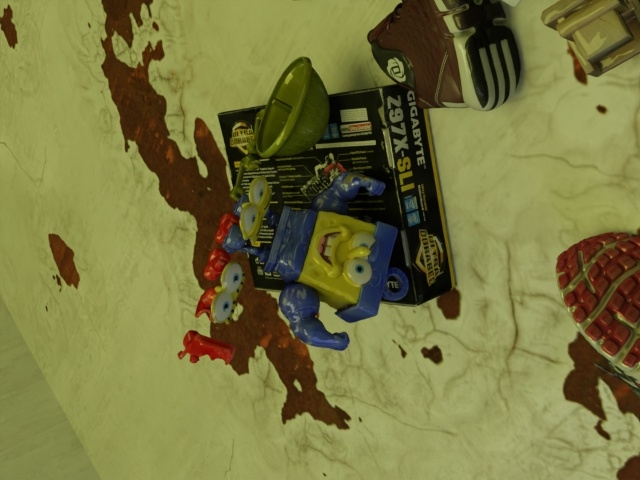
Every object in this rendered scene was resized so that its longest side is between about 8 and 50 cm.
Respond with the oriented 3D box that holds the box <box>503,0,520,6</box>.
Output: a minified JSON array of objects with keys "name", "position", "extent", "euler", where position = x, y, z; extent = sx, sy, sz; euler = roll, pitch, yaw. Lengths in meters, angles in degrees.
[{"name":"box","position":[0.142,-0.266,0.536],"extent":[0.091,0.170,0.130],"euler":[28,155,-5]}]

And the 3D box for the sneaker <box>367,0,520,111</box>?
[{"name":"sneaker","position":[0.096,-0.263,0.862],"extent":[0.162,0.106,0.281],"euler":[-1,106,52]}]

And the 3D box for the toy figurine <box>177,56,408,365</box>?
[{"name":"toy figurine","position":[0.000,0.000,0.951],"extent":[0.191,0.217,0.362],"euler":[135,154,-63]}]

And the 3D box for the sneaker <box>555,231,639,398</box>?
[{"name":"sneaker","position":[0.321,0.120,0.763],"extent":[0.299,0.121,0.112],"euler":[56,170,28]}]

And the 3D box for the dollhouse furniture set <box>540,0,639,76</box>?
[{"name":"dollhouse furniture set","position":[0.223,-0.254,0.498],"extent":[0.303,0.355,0.174],"euler":[-30,82,28]}]

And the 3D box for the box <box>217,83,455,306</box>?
[{"name":"box","position":[0.010,-0.057,1.069],"extent":[0.322,0.079,0.257],"euler":[1,105,49]}]
